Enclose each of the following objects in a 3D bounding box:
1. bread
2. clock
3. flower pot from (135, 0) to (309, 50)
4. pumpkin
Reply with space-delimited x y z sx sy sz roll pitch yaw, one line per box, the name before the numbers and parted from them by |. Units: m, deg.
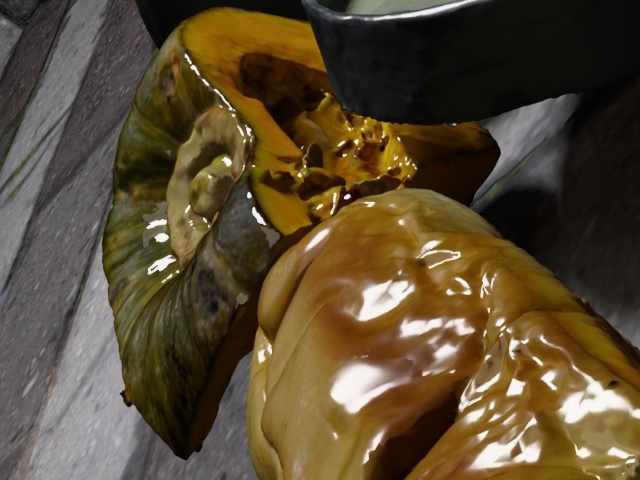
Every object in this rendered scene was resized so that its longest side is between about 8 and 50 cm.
bread | 0.066 0.084 0.553 0.132 0.166 0.294 -55 19 6
clock | 0.120 -0.151 0.787 0.280 0.055 0.281 -23 24 11
flower pot | 0.028 -0.193 1.039 0.166 0.269 0.269 9 66 44
pumpkin | 0.000 0.001 0.827 0.139 0.190 0.280 -61 26 23
